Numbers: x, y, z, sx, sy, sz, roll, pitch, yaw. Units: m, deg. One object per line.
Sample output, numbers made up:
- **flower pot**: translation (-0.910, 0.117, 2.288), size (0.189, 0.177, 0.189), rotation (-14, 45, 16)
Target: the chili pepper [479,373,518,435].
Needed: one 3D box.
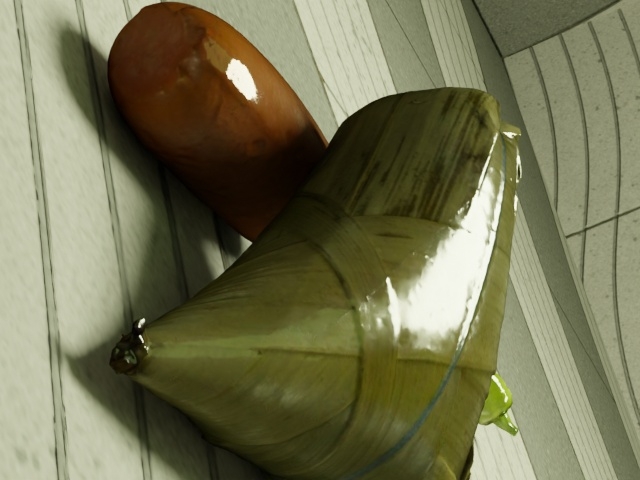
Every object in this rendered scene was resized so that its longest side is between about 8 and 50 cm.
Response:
- **chili pepper**: translation (0.099, 0.074, 1.306), size (0.208, 0.043, 0.049), rotation (55, 42, -30)

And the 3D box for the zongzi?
- **zongzi**: translation (0.000, 0.000, 0.738), size (0.256, 0.115, 0.228), rotation (39, 56, -50)

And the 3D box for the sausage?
- **sausage**: translation (-0.040, -0.050, 0.826), size (0.197, 0.076, 0.076), rotation (49, 21, -60)
